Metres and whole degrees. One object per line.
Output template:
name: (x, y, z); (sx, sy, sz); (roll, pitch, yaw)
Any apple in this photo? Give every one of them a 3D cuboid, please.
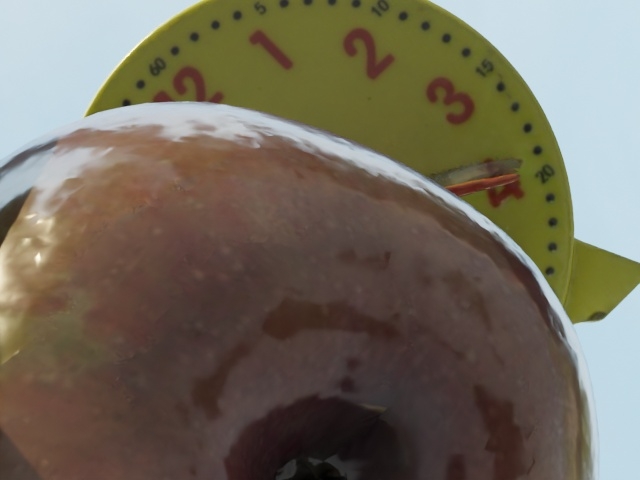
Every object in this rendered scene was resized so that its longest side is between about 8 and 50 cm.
apple: (-0.040, 0.087, 0.605); (0.306, 0.235, 0.305); (8, -108, -25)

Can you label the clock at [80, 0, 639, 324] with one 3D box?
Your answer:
clock: (-0.002, -0.001, 0.891); (0.293, 0.071, 0.277); (39, -90, 6)
